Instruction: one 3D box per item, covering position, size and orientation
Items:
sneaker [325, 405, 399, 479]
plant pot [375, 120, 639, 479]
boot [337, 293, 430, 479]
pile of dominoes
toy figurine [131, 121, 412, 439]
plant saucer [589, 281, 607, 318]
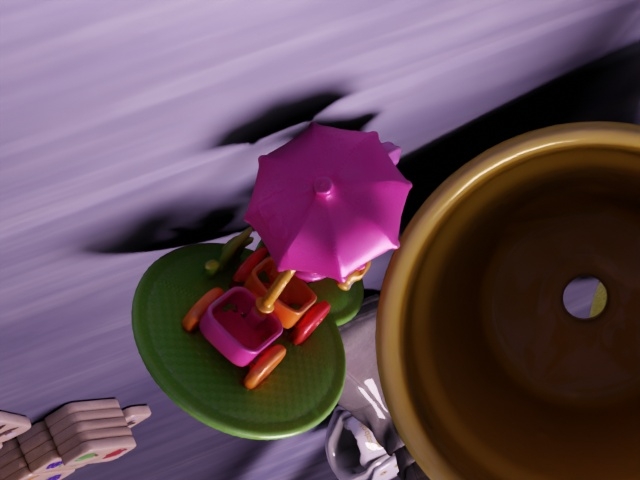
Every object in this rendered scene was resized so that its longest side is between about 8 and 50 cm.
[{"bbox_3d":[0.116,0.165,1.523,0.169,0.108,0.292,-17,164,-35],"label":"sneaker"},{"bbox_3d":[0.172,0.050,1.039,0.254,0.254,0.239,-27,180,9],"label":"plant pot"},{"bbox_3d":[0.059,0.136,1.245,0.083,0.161,0.246,-28,164,11],"label":"boot"},{"bbox_3d":[-0.253,0.191,1.192,0.251,0.040,0.196,-33,162,26],"label":"pile of dominoes"},{"bbox_3d":[0.000,0.000,0.860,0.173,0.130,0.159,-39,169,-46],"label":"toy figurine"},{"bbox_3d":[0.353,0.007,1.474,0.188,0.045,0.188,-7,157,-48],"label":"plant saucer"}]
